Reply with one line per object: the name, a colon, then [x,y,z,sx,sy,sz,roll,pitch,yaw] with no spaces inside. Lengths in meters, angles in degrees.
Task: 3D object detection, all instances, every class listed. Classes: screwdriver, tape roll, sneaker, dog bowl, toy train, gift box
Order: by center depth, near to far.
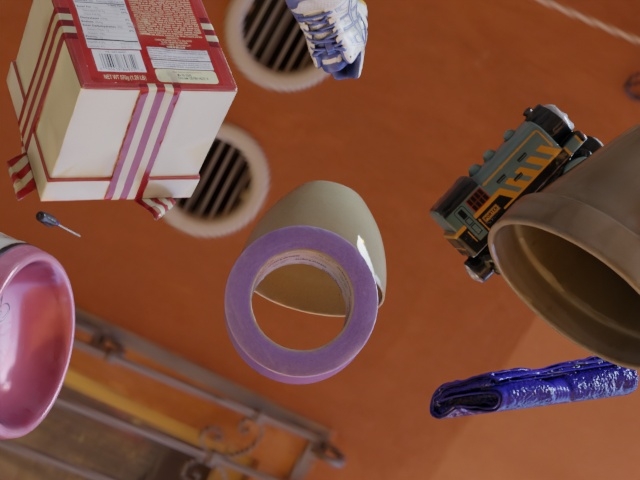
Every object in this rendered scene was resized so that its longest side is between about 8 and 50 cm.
tape roll: [-0.026,0.081,1.504,0.080,0.189,0.189,109,4,-77]
gift box: [-0.283,-0.182,1.638,0.258,0.255,0.276,-57,-139,46]
sneaker: [0.020,-0.338,1.919,0.296,0.112,0.131,20,66,-70]
toy train: [0.351,-0.085,2.138,0.334,0.190,0.142,-46,-173,-2]
dog bowl: [-0.587,0.180,2.193,0.408,0.150,0.408,7,90,-74]
screwdriver: [-0.486,-0.030,2.258,0.024,0.025,0.170,-26,167,8]

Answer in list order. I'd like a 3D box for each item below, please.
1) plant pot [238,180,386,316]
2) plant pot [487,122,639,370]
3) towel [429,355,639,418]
plant pot: [0.000,0.000,2.296,0.284,0.284,0.191,-34,-142,56]
plant pot: [0.457,-0.015,1.784,0.280,0.323,0.323,-48,-165,-16]
towel: [0.368,0.252,2.101,0.228,0.308,0.076,-22,-107,61]
